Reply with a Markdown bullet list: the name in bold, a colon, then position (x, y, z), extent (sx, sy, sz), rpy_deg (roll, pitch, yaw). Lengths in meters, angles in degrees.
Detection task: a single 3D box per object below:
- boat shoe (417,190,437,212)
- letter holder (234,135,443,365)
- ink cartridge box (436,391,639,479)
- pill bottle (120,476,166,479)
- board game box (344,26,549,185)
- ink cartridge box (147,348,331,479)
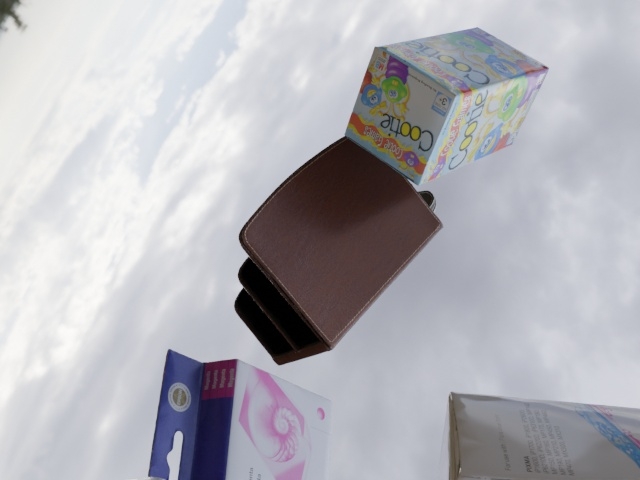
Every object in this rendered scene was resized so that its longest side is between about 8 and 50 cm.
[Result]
- **boat shoe**: position (0.163, -0.046, 1.689), extent (0.227, 0.069, 0.081), rpy_deg (-33, -117, -11)
- **letter holder**: position (0.000, 0.000, 1.147), extent (0.302, 0.214, 0.152), rpy_deg (-44, -171, -35)
- **ink cartridge box**: position (0.254, 0.268, 0.674), extent (0.131, 0.306, 0.226), rpy_deg (-72, 167, -67)
- **pill bottle**: position (-0.260, 0.378, 0.886), extent (0.188, 0.334, 0.188), rpy_deg (-3, -94, 59)
- **board game box**: position (0.189, -0.205, 1.119), extent (0.144, 0.275, 0.142), rpy_deg (38, -51, 24)
- **ink cartridge box**: position (-0.109, 0.357, 1.165), extent (0.071, 0.330, 0.324), rpy_deg (-21, -127, 34)
